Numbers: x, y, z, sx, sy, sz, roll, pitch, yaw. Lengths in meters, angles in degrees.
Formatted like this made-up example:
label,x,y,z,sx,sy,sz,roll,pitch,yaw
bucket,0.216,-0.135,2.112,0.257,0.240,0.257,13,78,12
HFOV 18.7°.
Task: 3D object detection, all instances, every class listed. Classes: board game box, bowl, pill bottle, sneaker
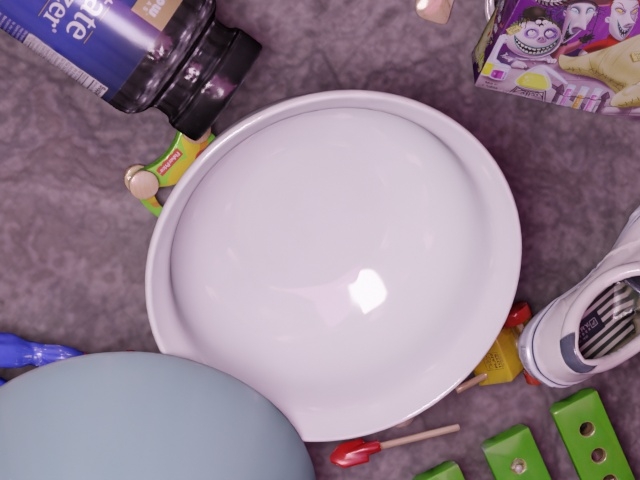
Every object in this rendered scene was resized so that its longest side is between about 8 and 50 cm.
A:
label,x,y,z,sx,sy,sz,roll,pitch,yaw
board game box,0.320,-0.173,1.590,0.346,0.056,0.208,11,134,-12
bowl,-0.151,0.256,1.500,0.311,0.163,0.312,-2,122,-2
pill bottle,-0.160,-0.177,1.511,0.219,0.123,0.123,34,90,-10
sneaker,0.281,0.035,1.628,0.258,0.091,0.094,-43,105,-20
bowl,0.000,0.000,1.552,0.297,0.134,0.298,-5,115,-11

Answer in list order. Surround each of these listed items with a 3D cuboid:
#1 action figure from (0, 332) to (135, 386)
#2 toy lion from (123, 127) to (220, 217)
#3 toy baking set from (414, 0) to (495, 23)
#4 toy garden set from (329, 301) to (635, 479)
label,x,y,z,sx,sy,sz,roll,pitch,yaw
action figure,-0.294,0.092,1.555,0.280,0.139,0.092,16,92,-35
toy lion,-0.096,-0.052,1.597,0.100,0.034,0.096,-46,111,-2
toy baking set,0.191,-0.277,1.620,0.256,0.030,0.197,-15,101,-9
toy garden set,0.124,0.183,1.665,0.244,0.049,0.204,-26,104,-6
